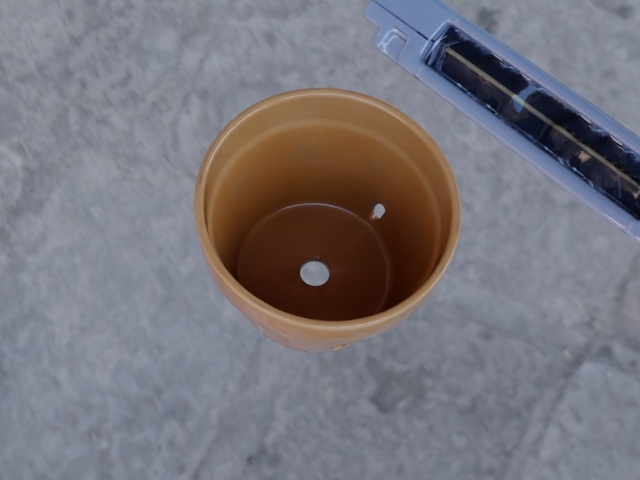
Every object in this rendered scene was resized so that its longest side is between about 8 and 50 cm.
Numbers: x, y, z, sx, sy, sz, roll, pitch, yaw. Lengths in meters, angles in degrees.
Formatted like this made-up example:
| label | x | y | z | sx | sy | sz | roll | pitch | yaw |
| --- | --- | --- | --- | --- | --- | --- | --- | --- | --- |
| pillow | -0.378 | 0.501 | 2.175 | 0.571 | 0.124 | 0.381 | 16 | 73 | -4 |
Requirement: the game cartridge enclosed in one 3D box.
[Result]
| label | x | y | z | sx | sy | sz | roll | pitch | yaw |
| --- | --- | --- | --- | --- | --- | --- | --- | --- | --- |
| game cartridge | 0.173 | -0.052 | 0.924 | 0.060 | 0.294 | 0.196 | -51 | 150 | 4 |

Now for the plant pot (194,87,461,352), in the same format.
| label | x | y | z | sx | sy | sz | roll | pitch | yaw |
| --- | --- | --- | --- | --- | --- | --- | --- | --- | --- |
| plant pot | 0.000 | 0.000 | 1.629 | 0.291 | 0.291 | 0.203 | -16 | 159 | -12 |
